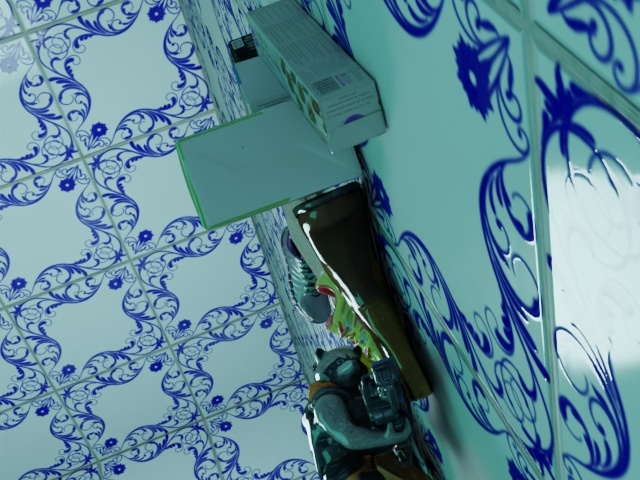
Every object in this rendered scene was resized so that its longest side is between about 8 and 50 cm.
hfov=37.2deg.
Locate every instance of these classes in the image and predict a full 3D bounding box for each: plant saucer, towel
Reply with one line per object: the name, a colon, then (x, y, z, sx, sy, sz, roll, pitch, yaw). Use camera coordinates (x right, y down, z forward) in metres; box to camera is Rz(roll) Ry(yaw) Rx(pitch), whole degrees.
plant saucer: (0.099, 0.369, 1.549, 0.200, 0.037, 0.200, 29, 180, 0)
towel: (0.000, 0.000, 1.611, 0.282, 0.049, 0.187, 55, 164, 45)

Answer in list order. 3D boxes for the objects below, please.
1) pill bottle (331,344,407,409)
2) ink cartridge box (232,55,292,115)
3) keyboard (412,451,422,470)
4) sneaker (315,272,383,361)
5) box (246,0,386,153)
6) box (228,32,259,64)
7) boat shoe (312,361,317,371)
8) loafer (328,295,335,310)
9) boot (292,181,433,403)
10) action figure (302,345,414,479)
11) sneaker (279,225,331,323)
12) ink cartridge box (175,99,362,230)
pill bottle: (0.065, 0.252, 1.619, 0.208, 0.118, 0.117, -131, 21, -73)
ink cartridge box: (-0.067, -0.176, 1.481, 0.139, 0.082, 0.190, -113, 4, -52)
keyboard: (0.177, 0.441, 1.722, 0.108, 0.023, 0.180, 110, 138, -80)
sneaker: (0.057, 0.127, 1.395, 0.081, 0.094, 0.208, 87, 159, -65)
box: (-0.012, -0.197, 1.077, 0.324, 0.067, 0.063, -123, 13, -56)
box: (-0.112, -0.300, 1.565, 0.083, 0.062, 0.052, 97, 150, -77)
boat shoe: (0.033, 0.361, 2.405, 0.223, 0.074, 0.080, -125, 15, -66)
loafer: (0.055, 0.129, 1.683, 0.039, 0.045, 0.125, 21, 141, 58)
boot: (0.060, 0.080, 1.224, 0.264, 0.096, 0.280, 93, 154, -74)
action figure: (0.036, 0.276, 1.227, 0.341, 0.179, 0.330, 77, -174, -55)
sneaker: (-0.032, 0.070, 2.013, 0.098, 0.083, 0.223, 142, 108, -78)
ink cartridge box: (-0.080, -0.100, 1.291, 0.353, 0.207, 0.119, -175, 65, -83)
